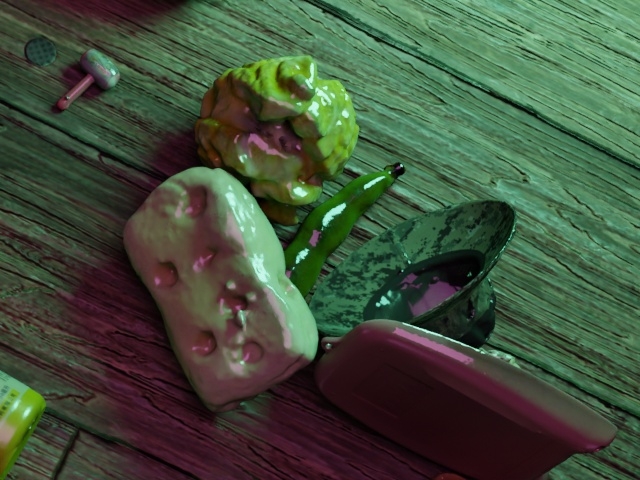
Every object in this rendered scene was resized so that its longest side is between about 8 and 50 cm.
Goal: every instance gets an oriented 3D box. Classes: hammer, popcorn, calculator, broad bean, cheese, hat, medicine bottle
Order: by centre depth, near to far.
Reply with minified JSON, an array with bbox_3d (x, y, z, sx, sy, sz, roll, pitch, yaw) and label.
[{"bbox_3d":[-0.408,0.166,1.716,0.212,0.122,0.122,31,67,-3],"label":"medicine bottle"},{"bbox_3d":[0.144,0.185,1.794,0.329,0.220,0.048,27,56,-11],"label":"calculator"},{"bbox_3d":[-0.114,0.049,1.816,0.159,0.093,0.263,-29,77,12],"label":"cheese"},{"bbox_3d":[0.130,0.071,1.866,0.265,0.265,0.128,-43,117,-23],"label":"hat"},{"bbox_3d":[-0.050,-0.122,1.891,0.187,0.167,0.185,-38,111,11],"label":"popcorn"},{"bbox_3d":[-0.001,-0.001,1.920,0.060,0.043,0.297,42,65,-8],"label":"broad bean"},{"bbox_3d":[-0.279,-0.184,1.923,0.052,0.031,0.083,43,77,6],"label":"hammer"}]

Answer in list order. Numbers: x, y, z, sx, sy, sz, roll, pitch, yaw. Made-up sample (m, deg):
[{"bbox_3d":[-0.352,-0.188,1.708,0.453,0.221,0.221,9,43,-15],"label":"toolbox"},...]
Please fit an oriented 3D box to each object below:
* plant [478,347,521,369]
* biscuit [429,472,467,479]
[{"bbox_3d":[0.198,0.175,1.872,0.116,0.122,0.104,32,78,-9],"label":"plant"},{"bbox_3d":[0.124,0.395,1.733,0.275,0.052,0.355,41,37,0],"label":"biscuit"}]
